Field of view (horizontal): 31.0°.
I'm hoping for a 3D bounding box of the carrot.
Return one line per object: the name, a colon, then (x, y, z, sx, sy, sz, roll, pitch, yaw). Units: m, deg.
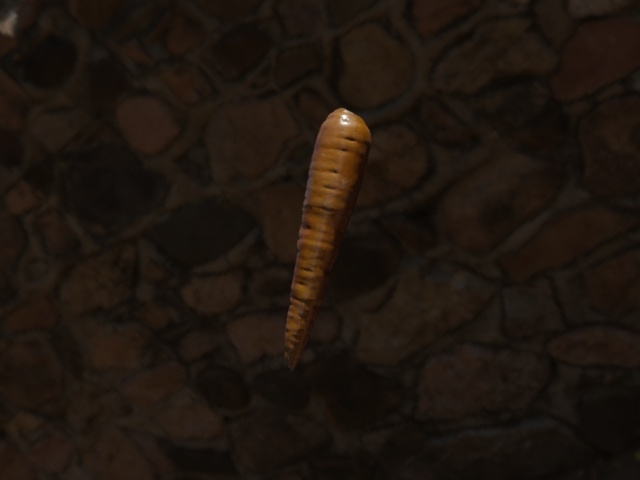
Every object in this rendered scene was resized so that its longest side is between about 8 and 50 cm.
carrot: (0.000, 0.000, 0.926, 0.048, 0.048, 0.216, -172, 96, -71)
